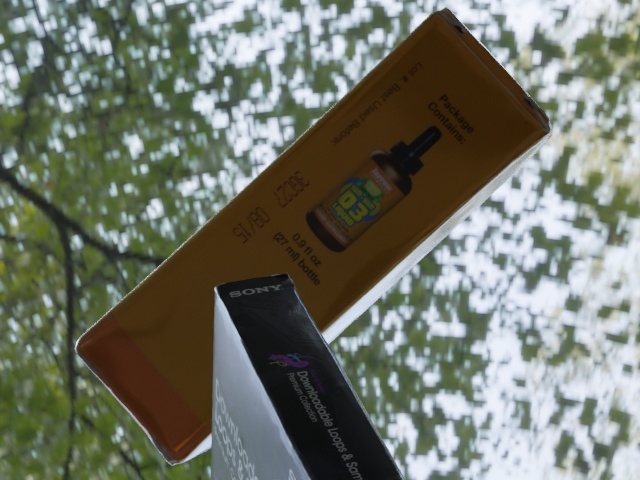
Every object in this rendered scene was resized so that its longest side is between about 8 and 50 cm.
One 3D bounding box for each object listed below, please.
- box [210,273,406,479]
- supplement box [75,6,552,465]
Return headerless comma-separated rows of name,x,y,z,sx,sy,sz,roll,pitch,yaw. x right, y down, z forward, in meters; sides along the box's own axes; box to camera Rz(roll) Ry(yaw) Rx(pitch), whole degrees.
box,-0.007,0.108,0.497,0.029,0.162,0.116,-6,-149,-18
supplement box,0.000,0.000,0.779,0.233,0.080,0.078,-42,-99,8
